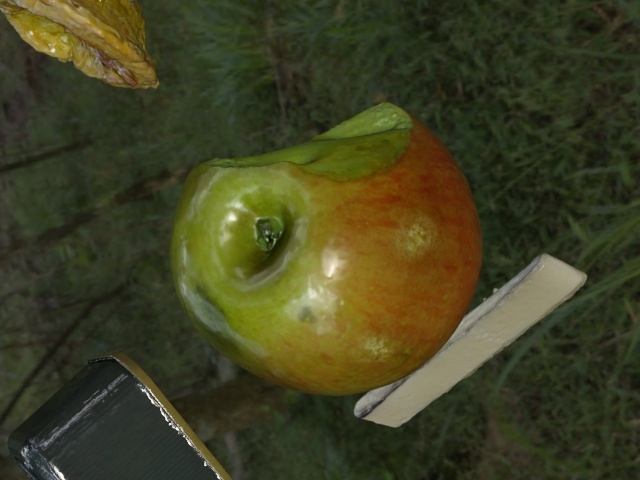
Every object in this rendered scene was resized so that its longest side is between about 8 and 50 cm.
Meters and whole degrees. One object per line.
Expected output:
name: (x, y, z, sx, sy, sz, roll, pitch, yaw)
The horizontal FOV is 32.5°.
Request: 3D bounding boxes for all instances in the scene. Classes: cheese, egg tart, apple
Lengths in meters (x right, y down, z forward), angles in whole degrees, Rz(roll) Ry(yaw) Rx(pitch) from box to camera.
cheese: (0.192, 0.145, 1.478, 0.400, 0.085, 0.034, -45, 38, 37)
egg tart: (-0.295, -0.277, 1.366, 0.241, 0.241, 0.106, 18, 75, 50)
apple: (0.000, 0.000, 0.876, 0.246, 0.226, 0.246, -7, 79, 37)

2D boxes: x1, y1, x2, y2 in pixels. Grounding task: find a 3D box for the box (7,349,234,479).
box: (-0.115, 0.179, 0.736, 0.201, 0.090, 0.144, 52, 159, -9)
